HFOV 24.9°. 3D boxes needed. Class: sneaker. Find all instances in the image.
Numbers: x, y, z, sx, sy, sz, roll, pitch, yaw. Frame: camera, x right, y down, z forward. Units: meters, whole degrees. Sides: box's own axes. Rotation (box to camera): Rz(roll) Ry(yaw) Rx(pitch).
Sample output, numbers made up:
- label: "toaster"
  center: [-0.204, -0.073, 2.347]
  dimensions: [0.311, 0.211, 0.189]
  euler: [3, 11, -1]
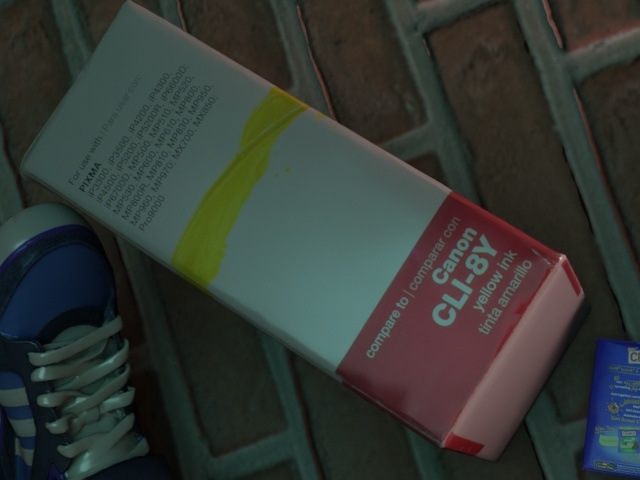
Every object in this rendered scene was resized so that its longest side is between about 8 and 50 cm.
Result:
- label: "sneaker"
  center: [-0.171, 0.154, 1.151]
  dimensions: [0.236, 0.130, 0.323]
  euler: [42, 137, 34]

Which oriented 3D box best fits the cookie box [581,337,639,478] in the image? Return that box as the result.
- label: "cookie box"
  center: [0.263, 0.137, 1.163]
  dimensions: [0.092, 0.040, 0.107]
  euler: [7, 83, 16]

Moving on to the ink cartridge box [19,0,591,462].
- label: "ink cartridge box"
  center: [0.000, 0.000, 1.130]
  dimensions: [0.384, 0.279, 0.160]
  euler: [32, 90, 17]
